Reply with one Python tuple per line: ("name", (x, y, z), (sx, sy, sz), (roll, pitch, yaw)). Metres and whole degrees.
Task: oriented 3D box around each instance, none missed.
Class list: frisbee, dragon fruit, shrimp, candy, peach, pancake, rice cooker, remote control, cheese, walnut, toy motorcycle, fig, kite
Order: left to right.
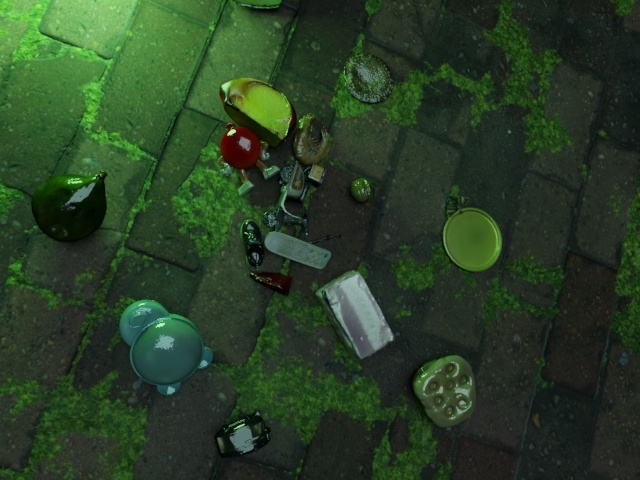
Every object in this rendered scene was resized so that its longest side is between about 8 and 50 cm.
("fig", (-0.703, -0.113, 1.495), (0.244, 0.195, 0.195), (-37, 92, 27))
("rice cooker", (-0.232, 0.587, 1.563), (0.165, 0.112, 0.107), (-24, 82, -16))
("peach", (-0.201, -0.423, 1.697), (0.267, 0.154, 0.159), (31, 70, 0))
("dragon fruit", (-0.157, 0.121, 1.675), (0.131, 0.097, 0.063), (20, 74, 10))
("toy motorcycle", (-0.088, -0.137, 1.715), (0.157, 0.091, 0.263), (21, 79, -13))
("remote control", (-0.076, 0.028, 1.704), (0.229, 0.044, 0.073), (20, 107, -22))
("shrimp", (-0.031, -0.345, 1.786), (0.132, 0.051, 0.188), (11, 84, -30))
("candy", (0.113, 0.241, 1.691), (0.155, 0.116, 0.265), (-30, 89, -16))
("walnut", (0.144, -0.169, 1.778), (0.092, 0.092, 0.092), (2, 81, -13))
("pancake", (0.172, -0.583, 1.875), (0.199, 0.021, 0.199), (2, 82, -13))
("cheese", (0.405, 0.490, 1.724), (0.217, 0.117, 0.235), (24, 78, -8))
("kite", (0.486, -0.132, 1.881), (0.122, 0.004, 0.090), (-34, 77, -19))
("frisbee", (0.547, -0.003, 1.880), (0.235, 0.017, 0.236), (2, 81, -12))

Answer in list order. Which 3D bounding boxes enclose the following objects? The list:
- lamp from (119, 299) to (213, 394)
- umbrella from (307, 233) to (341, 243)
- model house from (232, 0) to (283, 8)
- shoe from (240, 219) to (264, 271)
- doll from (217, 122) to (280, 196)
("lamp", (-0.466, 0.301, 1.531), (0.209, 0.147, 0.284), (-38, 91, -13))
("umbrella", (0.000, -0.003, 1.750), (0.148, 0.022, 0.022), (-13, 48, -14))
("model house", (-0.229, -0.930, 1.792), (0.193, 0.170, 0.212), (-4, 55, -7))
("shoe", (-0.211, 0.012, 1.658), (0.071, 0.099, 0.169), (-9, 84, -12))
("doll", (-0.253, -0.275, 1.695), (0.183, 0.085, 0.217), (-32, 95, 6))
